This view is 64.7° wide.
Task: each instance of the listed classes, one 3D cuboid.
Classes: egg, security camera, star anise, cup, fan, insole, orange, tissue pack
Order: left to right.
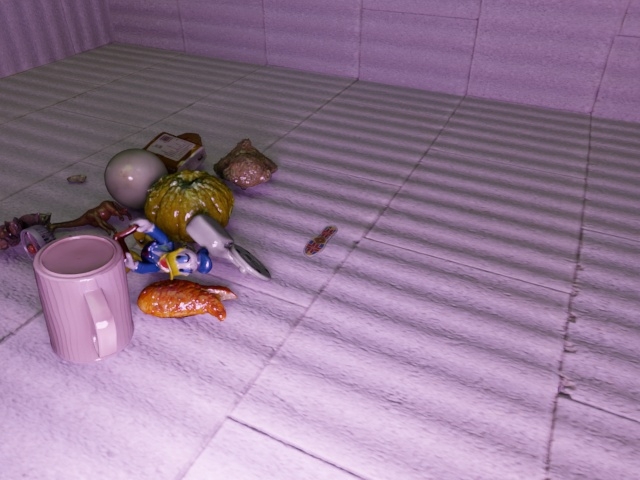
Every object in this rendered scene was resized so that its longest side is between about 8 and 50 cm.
[{"bbox_3d":[-0.985,-0.026,1.626,0.212,0.073,0.197,-28,6,21],"label":"star anise"},{"bbox_3d":[-0.832,0.045,1.562,0.244,0.130,0.074,32,39,20],"label":"fan"},{"bbox_3d":[-0.589,0.162,1.258,0.209,0.273,0.288,1,33,-10],"label":"cup"},{"bbox_3d":[-0.662,-0.223,1.812,0.219,0.218,0.295,-3,3,-5],"label":"egg"},{"bbox_3d":[-0.617,-0.353,2.110,0.226,0.092,0.183,23,57,19],"label":"tissue pack"},{"bbox_3d":[-0.436,-0.127,1.716,0.300,0.223,0.301,31,45,28],"label":"orange"},{"bbox_3d":[-0.278,0.036,1.534,0.301,0.080,0.157,41,4,8],"label":"security camera"},{"bbox_3d":[0.000,0.000,1.720,0.065,0.006,0.193,18,39,23],"label":"insole"}]

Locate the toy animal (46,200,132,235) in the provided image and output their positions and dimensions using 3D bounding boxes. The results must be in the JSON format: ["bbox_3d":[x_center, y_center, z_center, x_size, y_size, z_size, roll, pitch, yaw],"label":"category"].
[{"bbox_3d":[-0.808,-0.066,1.764,0.230,0.066,0.224,25,59,16],"label":"toy animal"}]

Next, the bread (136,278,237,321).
[{"bbox_3d":[-0.374,0.160,1.412,0.269,0.095,0.139,-1,33,7],"label":"bread"}]

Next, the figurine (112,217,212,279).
[{"bbox_3d":[-0.459,0.021,1.460,0.339,0.283,0.204,11,72,21],"label":"figurine"}]

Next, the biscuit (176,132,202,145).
[{"bbox_3d":[-0.633,-0.421,2.283,0.186,0.044,0.295,5,36,3],"label":"biscuit"}]

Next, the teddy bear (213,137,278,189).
[{"bbox_3d":[-0.293,-0.289,2.005,0.267,0.156,0.256,-5,37,-10],"label":"teddy bear"}]

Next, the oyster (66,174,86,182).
[{"bbox_3d":[-0.992,-0.248,2.055,0.083,0.019,0.054,4,37,2],"label":"oyster"}]
